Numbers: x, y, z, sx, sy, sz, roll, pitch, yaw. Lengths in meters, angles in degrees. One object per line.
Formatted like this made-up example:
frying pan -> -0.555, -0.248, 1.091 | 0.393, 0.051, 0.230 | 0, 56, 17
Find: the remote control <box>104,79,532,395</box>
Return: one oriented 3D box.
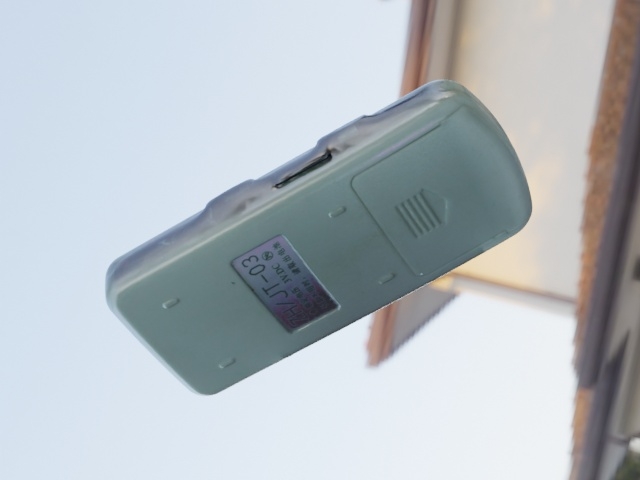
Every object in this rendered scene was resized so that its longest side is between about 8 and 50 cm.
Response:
remote control -> 0.000, 0.000, 0.849 | 0.140, 0.296, 0.056 | 51, -165, -37
